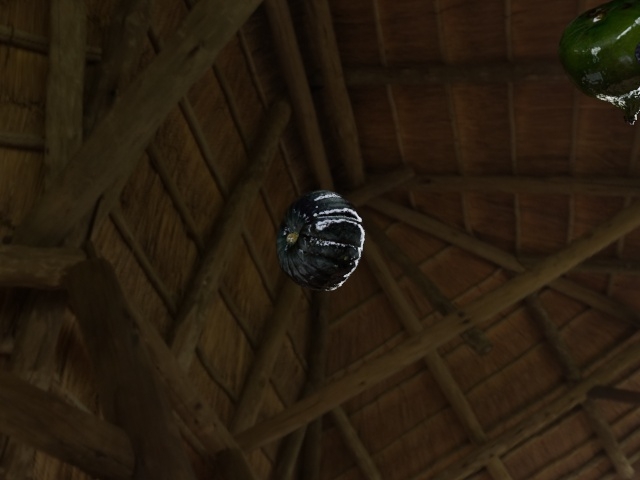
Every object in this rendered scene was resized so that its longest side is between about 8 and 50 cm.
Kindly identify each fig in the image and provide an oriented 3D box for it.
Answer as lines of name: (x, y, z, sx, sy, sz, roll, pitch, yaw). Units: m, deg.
fig: (0.615, -0.354, 1.265, 0.203, 0.203, 0.235, -42, -62, 5)

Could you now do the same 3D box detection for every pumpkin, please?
pumpkin: (0.000, 0.000, 1.341, 0.161, 0.220, 0.221, 5, -56, -35)

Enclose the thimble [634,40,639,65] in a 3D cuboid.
thimble: (0.566, -0.303, 0.994, 0.104, 0.095, 0.066, 15, -36, -5)
